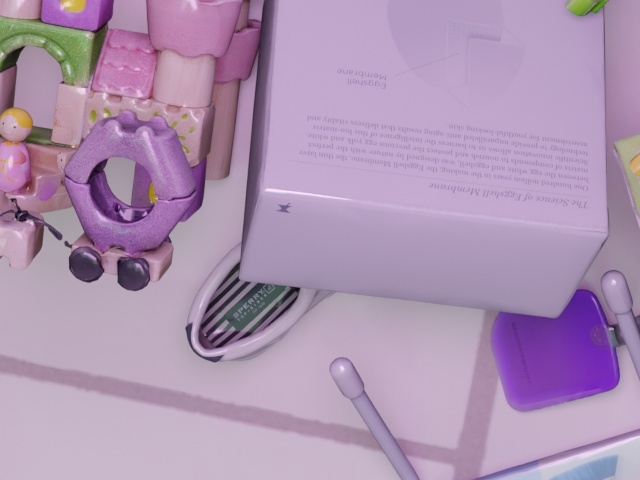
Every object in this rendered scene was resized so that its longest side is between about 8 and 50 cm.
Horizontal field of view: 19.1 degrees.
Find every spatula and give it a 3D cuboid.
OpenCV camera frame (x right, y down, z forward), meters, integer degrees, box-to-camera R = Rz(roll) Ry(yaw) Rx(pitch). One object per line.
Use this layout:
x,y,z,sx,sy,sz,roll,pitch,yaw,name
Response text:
0.270,0.054,1.406,0.296,0.030,0.084,-16,93,11,spatula

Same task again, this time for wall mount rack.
0.164,0.184,1.397,0.350,0.130,0.304,-19,97,10,wall mount rack

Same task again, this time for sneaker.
0.000,0.000,1.403,0.094,0.091,0.258,40,104,-1,sneaker

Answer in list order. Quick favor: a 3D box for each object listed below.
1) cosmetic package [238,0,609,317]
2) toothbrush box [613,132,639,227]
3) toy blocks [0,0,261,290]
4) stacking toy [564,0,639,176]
0.069,-0.084,1.279,0.224,0.138,0.224,7,61,-5,cosmetic package
0.356,-0.038,1.272,0.283,0.206,0.122,-20,77,10,toothbrush box
-0.191,-0.155,1.288,0.288,0.309,0.260,11,109,6,toy blocks
0.223,-0.145,1.150,0.167,0.052,0.221,-47,56,43,stacking toy
